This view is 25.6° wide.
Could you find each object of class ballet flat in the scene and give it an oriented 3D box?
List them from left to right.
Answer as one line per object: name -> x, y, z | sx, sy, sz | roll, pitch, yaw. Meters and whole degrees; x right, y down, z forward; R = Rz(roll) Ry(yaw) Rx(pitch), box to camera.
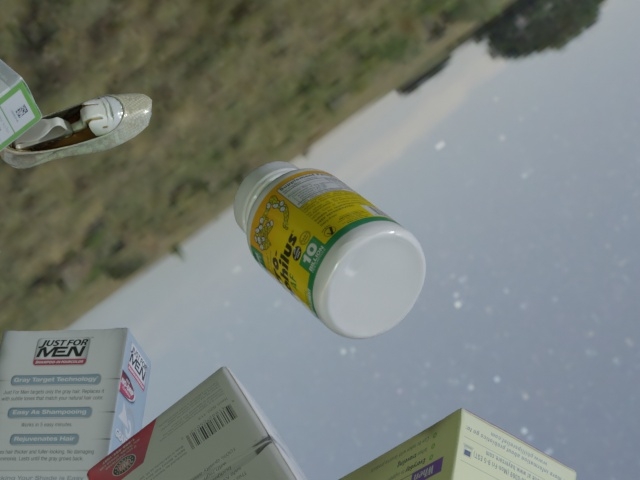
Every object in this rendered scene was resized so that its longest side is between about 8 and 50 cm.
ballet flat -> -0.254, -0.116, 1.461 | 0.168, 0.057, 0.052 | -22, 163, -5

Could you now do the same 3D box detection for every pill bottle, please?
pill bottle -> 0.000, 0.000, 1.357 | 0.117, 0.118, 0.208 | -37, -141, -10

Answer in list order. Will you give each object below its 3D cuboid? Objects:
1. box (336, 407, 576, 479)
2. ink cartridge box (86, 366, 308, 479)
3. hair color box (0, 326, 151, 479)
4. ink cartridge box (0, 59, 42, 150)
box -> 0.070, 0.285, 1.052 | 0.213, 0.117, 0.243 | -39, -153, 45
ink cartridge box -> -0.114, 0.296, 1.515 | 0.207, 0.117, 0.283 | -37, -148, -2
hair color box -> -0.346, 0.304, 1.839 | 0.185, 0.375, 0.114 | -2, 149, 12
ink cartridge box -> -0.364, -0.090, 1.247 | 0.209, 0.109, 0.062 | -42, 150, -15
